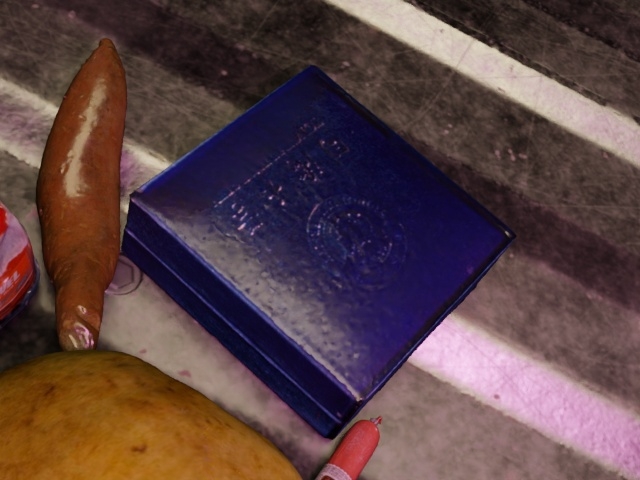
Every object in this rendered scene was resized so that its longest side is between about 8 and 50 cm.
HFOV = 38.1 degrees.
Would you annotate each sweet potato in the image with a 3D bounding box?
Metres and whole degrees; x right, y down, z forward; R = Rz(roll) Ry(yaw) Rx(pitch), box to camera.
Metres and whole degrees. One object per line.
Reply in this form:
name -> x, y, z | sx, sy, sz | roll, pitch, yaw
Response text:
sweet potato -> -0.220, -0.030, 0.844 | 0.079, 0.108, 0.346 | 4, 55, -16

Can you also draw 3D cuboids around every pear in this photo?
pear -> -0.149, 0.234, 0.612 | 0.304, 0.304, 0.303 | 8, 58, -13

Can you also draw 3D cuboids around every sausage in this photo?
sausage -> -0.015, 0.243, 0.793 | 0.034, 0.034, 0.253 | 37, 55, 6

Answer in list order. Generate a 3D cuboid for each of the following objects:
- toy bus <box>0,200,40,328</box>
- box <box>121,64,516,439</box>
toy bus -> -0.363, -0.033, 0.794 | 0.265, 0.120, 0.121 | 38, 57, 8
box -> 0.000, 0.000, 0.900 | 0.279, 0.116, 0.261 | 41, 57, 11
